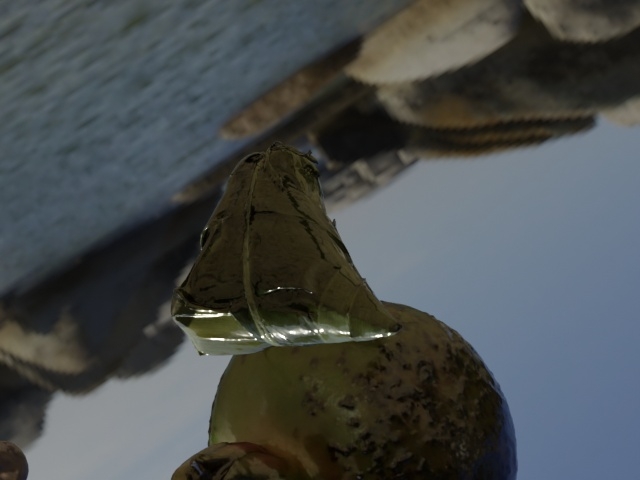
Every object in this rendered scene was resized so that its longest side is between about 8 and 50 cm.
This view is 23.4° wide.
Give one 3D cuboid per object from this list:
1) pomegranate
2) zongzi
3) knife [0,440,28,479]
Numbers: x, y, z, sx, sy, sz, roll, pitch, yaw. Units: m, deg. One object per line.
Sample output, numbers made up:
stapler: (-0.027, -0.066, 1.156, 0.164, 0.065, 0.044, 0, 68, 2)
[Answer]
pomegranate: (0.006, 0.193, 1.296, 0.285, 0.285, 0.340, -32, 170, 37)
zongzi: (0.000, 0.000, 0.698, 0.119, 0.055, 0.109, -4, -128, 34)
knife: (-0.257, 0.058, 0.637, 0.038, 0.398, 0.132, -22, -150, 55)
